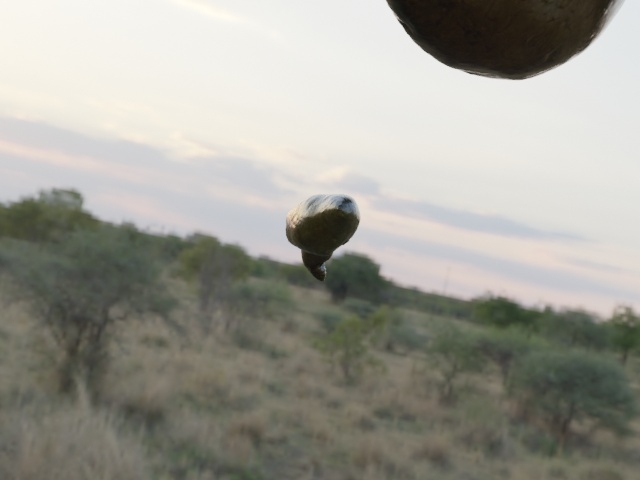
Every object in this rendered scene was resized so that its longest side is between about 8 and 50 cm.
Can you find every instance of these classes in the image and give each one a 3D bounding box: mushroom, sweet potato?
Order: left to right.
[{"bbox_3d":[-0.002,-0.006,0.717,0.038,0.041,0.153,-20,-10,-10],"label":"sweet potato"},{"bbox_3d":[0.155,-0.308,0.977,0.345,0.345,0.239,14,-28,-37],"label":"mushroom"}]
